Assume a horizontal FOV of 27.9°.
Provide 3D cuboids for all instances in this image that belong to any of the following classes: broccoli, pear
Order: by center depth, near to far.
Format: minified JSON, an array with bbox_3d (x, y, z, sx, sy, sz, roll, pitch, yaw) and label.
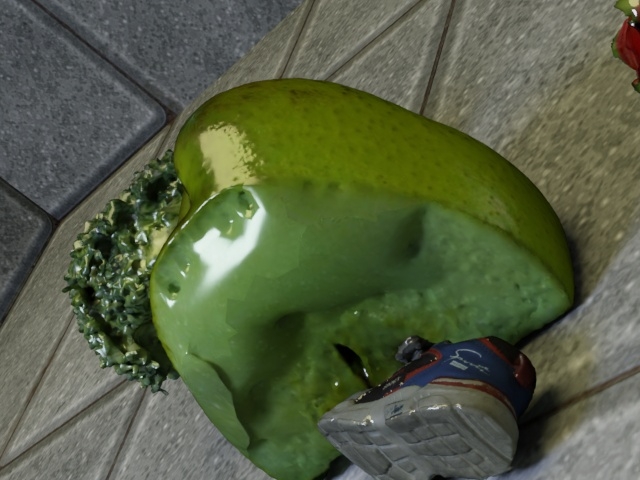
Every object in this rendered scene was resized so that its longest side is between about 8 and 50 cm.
[{"bbox_3d":[0.000,0.000,1.106,0.342,0.318,0.238,-37,25,26],"label":"pear"},{"bbox_3d":[-0.076,0.040,1.388,0.375,0.302,0.249,-26,-8,-11],"label":"broccoli"}]

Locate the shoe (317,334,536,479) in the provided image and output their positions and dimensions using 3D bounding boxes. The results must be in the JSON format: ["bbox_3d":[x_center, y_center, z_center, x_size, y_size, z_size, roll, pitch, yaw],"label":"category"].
[{"bbox_3d":[0.087,0.121,1.007,0.227,0.099,0.125,-23,31,57],"label":"shoe"}]

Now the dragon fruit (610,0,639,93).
[{"bbox_3d":[0.316,-0.152,0.961,0.137,0.135,0.236,-47,36,-5],"label":"dragon fruit"}]
